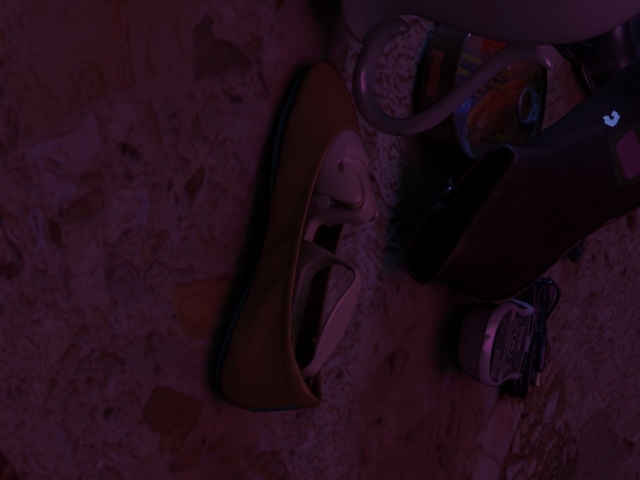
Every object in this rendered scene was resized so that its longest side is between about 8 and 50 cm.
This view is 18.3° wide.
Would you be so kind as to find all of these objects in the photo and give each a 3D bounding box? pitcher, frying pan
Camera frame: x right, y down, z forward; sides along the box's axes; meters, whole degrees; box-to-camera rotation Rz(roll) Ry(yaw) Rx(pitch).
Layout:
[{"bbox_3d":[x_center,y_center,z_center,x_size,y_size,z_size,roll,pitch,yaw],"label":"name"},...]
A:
[{"bbox_3d":[0.108,-0.157,1.250,0.125,0.207,0.178,-16,103,-62],"label":"pitcher"},{"bbox_3d":[0.252,-0.164,1.739,0.197,0.053,0.326,51,50,-55],"label":"frying pan"}]

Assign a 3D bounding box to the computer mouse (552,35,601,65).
[{"bbox_3d":[0.189,-0.286,1.550,0.188,0.072,0.272,18,86,-62],"label":"computer mouse"}]

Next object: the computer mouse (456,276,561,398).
[{"bbox_3d":[0.145,0.076,1.602,0.193,0.042,0.106,8,95,-69],"label":"computer mouse"}]

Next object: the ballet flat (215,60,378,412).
[{"bbox_3d":[0.000,0.000,1.255,0.080,0.073,0.232,37,65,-61],"label":"ballet flat"}]

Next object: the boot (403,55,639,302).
[{"bbox_3d":[0.180,-0.052,1.476,0.248,0.090,0.207,-51,160,12],"label":"boot"}]

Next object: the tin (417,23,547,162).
[{"bbox_3d":[0.124,-0.112,1.510,0.189,0.040,0.106,9,93,-64],"label":"tin"}]
